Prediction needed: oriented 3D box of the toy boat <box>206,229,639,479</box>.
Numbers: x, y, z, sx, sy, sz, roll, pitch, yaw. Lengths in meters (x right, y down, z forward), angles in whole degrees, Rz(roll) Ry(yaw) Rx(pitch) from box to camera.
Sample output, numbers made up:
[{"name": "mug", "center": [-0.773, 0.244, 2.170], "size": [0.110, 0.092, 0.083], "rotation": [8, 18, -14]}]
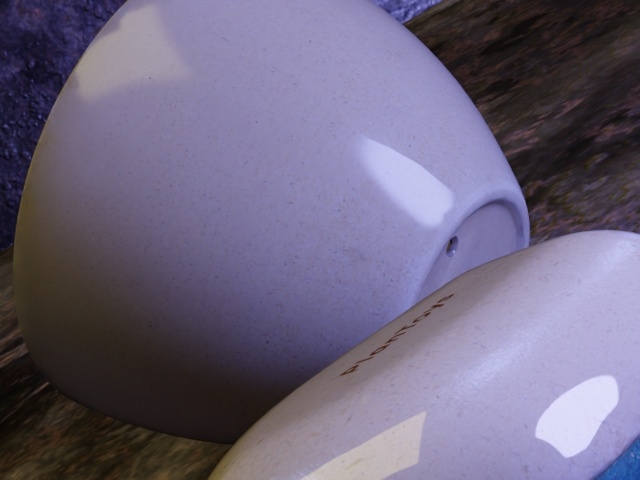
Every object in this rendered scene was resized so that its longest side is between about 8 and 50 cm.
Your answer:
[{"name": "toy boat", "center": [0.093, 0.091, 0.576], "size": [0.267, 0.148, 0.318], "rotation": [-33, 6, -32]}]

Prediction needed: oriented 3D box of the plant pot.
[{"name": "plant pot", "center": [0.000, 0.000, 0.872], "size": [0.191, 0.284, 0.284], "rotation": [24, 47, 29]}]
